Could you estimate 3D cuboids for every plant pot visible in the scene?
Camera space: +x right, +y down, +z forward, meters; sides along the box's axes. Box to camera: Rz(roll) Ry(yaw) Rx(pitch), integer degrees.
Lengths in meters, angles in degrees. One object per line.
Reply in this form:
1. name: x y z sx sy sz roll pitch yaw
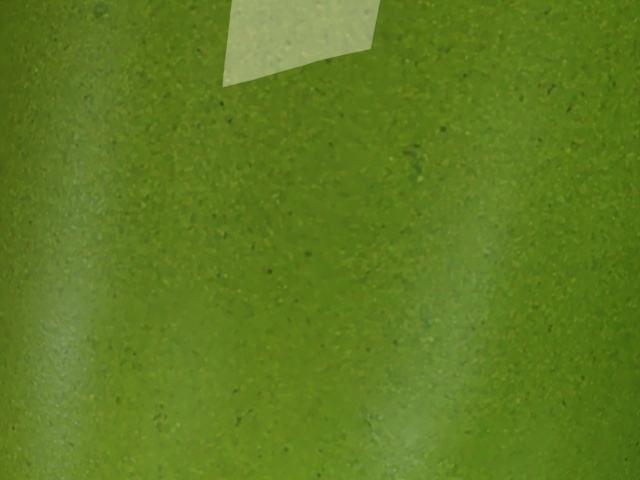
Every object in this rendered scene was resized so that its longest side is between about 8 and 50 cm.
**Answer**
1. plant pot: 0.000 0.000 0.556 0.366 0.366 0.353 11 83 18
